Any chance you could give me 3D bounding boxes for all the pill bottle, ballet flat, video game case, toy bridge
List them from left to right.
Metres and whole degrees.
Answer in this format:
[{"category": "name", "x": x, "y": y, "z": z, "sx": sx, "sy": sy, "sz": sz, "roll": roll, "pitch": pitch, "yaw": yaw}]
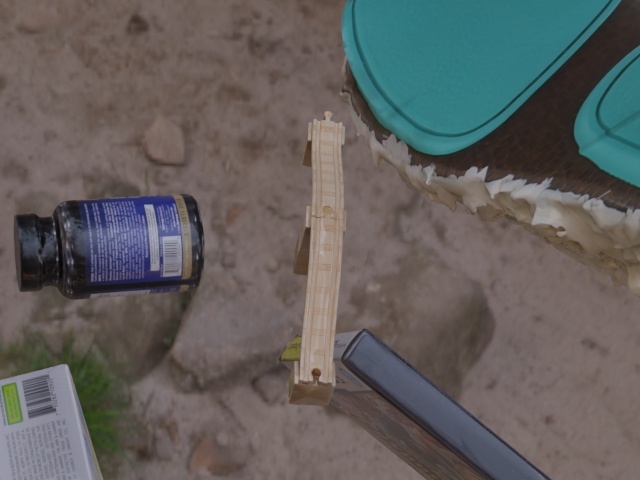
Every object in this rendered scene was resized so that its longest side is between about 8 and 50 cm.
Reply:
[{"category": "pill bottle", "x": -0.259, "y": 0.009, "z": 1.540, "sx": 0.219, "sy": 0.123, "sz": 0.123, "roll": -3, "pitch": 56, "yaw": -18}, {"category": "toy bridge", "x": 0.000, "y": 0.000, "z": 0.751, "sx": 0.026, "sy": 0.063, "sz": 0.188, "roll": 6, "pitch": 60, "yaw": -6}, {"category": "video game case", "x": 0.100, "y": 0.177, "z": 1.114, "sx": 0.275, "sy": 0.248, "sz": 0.035, "roll": 40, "pitch": 77, "yaw": -7}, {"category": "ballet flat", "x": 0.123, "y": -0.026, "z": 0.480, "sx": 0.147, "sy": 0.147, "sz": 0.409, "roll": -11, "pitch": 24, "yaw": -15}]

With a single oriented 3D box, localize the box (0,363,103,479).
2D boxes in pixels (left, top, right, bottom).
[{"category": "box", "x": -0.190, "y": 0.195, "z": 0.834, "sx": 0.103, "sy": 0.203, "sz": 0.114, "roll": -14, "pitch": 49, "yaw": -10}]
